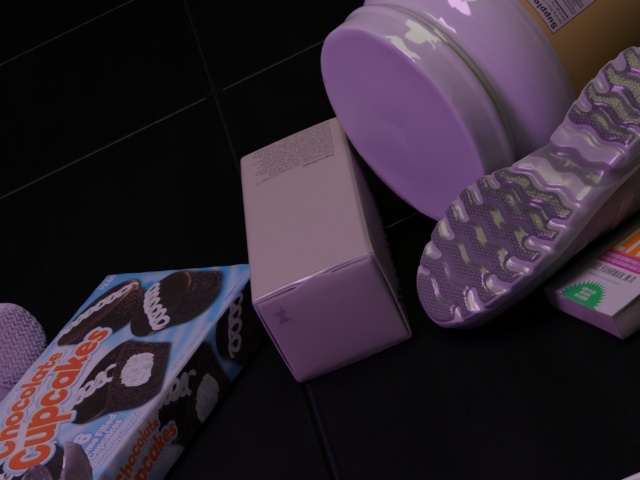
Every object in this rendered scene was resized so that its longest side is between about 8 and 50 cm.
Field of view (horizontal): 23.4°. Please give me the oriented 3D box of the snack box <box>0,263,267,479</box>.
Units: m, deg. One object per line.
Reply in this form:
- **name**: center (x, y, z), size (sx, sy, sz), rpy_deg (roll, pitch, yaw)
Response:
- **snack box**: center (-0.187, 0.144, 1.312), size (0.187, 0.060, 0.322), rpy_deg (-5, 35, 36)

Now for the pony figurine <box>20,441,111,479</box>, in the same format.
- **pony figurine**: center (-0.304, 0.251, 0.890), size (0.351, 0.302, 0.363), rpy_deg (-58, 15, 1)

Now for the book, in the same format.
- **book**: center (0.255, 0.015, 1.189), size (0.144, 0.035, 0.096), rpy_deg (-36, 25, -14)

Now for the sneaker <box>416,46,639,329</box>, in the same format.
- **sneaker**: center (0.202, -0.021, 1.233), size (0.281, 0.115, 0.105), rpy_deg (-42, 49, 8)

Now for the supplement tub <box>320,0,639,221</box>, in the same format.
- **supplement tub**: center (0.189, -0.189, 1.363), size (0.331, 0.241, 0.241), rpy_deg (-38, 30, -20)

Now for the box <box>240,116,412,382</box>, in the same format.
- **box**: center (0.000, 0.000, 1.361), size (0.113, 0.094, 0.275), rpy_deg (-22, 28, 8)

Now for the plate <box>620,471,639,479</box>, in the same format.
- **plate**: center (0.270, 0.199, 0.838), size (0.278, 0.045, 0.277), rpy_deg (-25, 27, 7)

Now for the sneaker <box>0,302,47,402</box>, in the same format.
- **sneaker**: center (-0.362, 0.173, 1.385), size (0.153, 0.101, 0.268), rpy_deg (-11, 37, 51)
